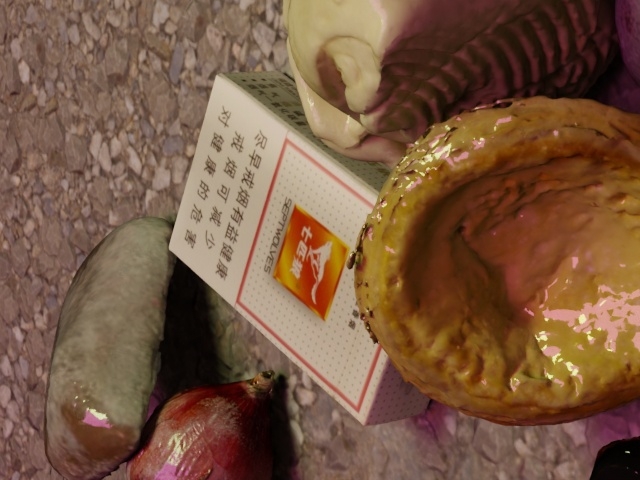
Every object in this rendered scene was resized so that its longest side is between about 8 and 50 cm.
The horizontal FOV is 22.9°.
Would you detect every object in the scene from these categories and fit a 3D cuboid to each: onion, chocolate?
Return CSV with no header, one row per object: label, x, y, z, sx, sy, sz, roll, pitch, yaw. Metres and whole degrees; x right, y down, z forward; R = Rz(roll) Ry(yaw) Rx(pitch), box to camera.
onion,-0.111,0.213,1.660,0.159,0.159,0.195,37,97,38
chocolate,-0.241,0.112,1.723,0.185,0.100,0.303,-47,28,49

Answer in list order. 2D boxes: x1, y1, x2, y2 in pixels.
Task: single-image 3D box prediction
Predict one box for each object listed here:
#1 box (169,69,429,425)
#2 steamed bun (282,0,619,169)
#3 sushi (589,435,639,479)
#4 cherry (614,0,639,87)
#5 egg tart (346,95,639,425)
box,-0.001,0.001,1.535,0.330,0.095,0.210,40,124,38
steamed bun,0.085,-0.192,1.258,0.203,0.289,0.276,60,141,26
sushi,0.298,0.251,1.229,0.136,0.126,0.225,-31,79,44
cherry,0.269,-0.190,1.216,0.188,0.115,0.148,56,171,37
egg tart,0.180,0.007,1.265,0.120,0.315,0.315,-85,17,-58
